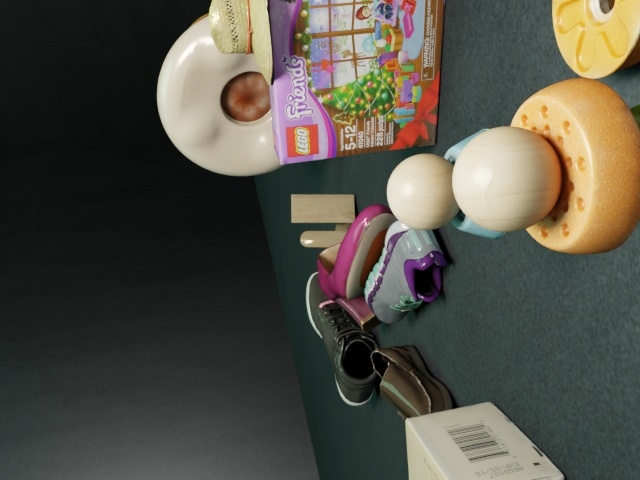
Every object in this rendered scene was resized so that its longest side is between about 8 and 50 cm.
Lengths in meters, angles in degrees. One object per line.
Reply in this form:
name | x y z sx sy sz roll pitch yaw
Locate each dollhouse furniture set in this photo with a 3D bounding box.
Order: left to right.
dollhouse furniture set | 0.000 0.000 1.310 0.151 0.123 0.144 107 163 -73

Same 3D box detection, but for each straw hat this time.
straw hat | -0.094 -0.243 0.718 0.144 0.061 0.144 172 90 -80

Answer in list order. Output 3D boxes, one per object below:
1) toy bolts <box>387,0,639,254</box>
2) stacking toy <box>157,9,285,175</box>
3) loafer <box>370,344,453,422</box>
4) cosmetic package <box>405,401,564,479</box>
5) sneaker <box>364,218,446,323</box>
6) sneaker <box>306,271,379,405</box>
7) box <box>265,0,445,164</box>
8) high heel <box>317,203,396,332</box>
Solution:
toy bolts | 0.134 -0.083 0.449 0.228 0.158 0.218 119 141 -74
stacking toy | -0.195 -0.395 1.416 0.480 0.350 0.351 -116 20 -49
loafer | 0.124 0.224 0.939 0.220 0.078 0.080 -124 44 -69
cosmetic package | 0.177 0.357 0.708 0.160 0.113 0.309 -134 38 -73
sneaker | 0.118 0.068 0.894 0.224 0.083 0.098 94 159 -49
sneaker | 0.051 0.177 1.314 0.147 0.104 0.296 107 147 -63
box | 0.038 -0.241 0.736 0.057 0.201 0.293 -114 18 -57
high heel | 0.039 0.013 1.046 0.181 0.127 0.377 52 160 24
